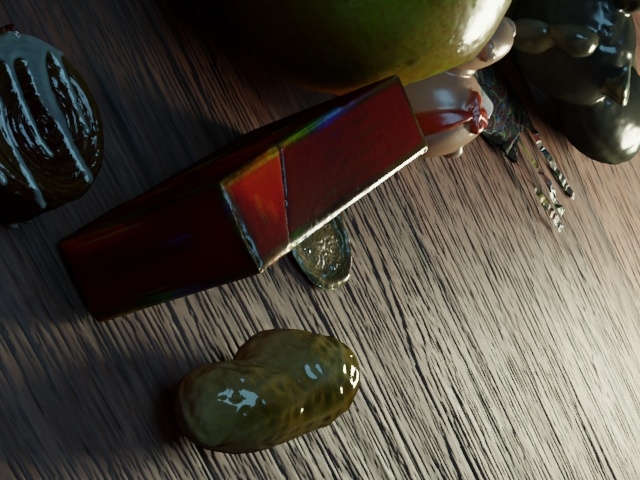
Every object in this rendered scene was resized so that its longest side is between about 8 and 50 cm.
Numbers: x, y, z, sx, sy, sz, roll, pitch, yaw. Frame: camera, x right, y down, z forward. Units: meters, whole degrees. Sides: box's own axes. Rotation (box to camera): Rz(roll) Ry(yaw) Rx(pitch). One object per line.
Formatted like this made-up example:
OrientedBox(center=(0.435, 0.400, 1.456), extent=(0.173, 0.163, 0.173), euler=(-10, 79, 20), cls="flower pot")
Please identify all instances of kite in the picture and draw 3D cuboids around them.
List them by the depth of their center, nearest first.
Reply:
OrientedBox(center=(0.277, -0.137, 1.867), extent=(0.285, 0.015, 0.152), euler=(52, 41, -26), cls="kite")

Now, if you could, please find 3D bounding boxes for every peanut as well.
OrientedBox(center=(-0.050, 0.139, 1.267), extent=(0.226, 0.095, 0.108), euler=(-16, 73, -50), cls="peanut")

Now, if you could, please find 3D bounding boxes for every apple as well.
OrientedBox(center=(0.040, -0.310, 1.350), extent=(0.339, 0.339, 0.340), euler=(24, 58, -46), cls="apple")

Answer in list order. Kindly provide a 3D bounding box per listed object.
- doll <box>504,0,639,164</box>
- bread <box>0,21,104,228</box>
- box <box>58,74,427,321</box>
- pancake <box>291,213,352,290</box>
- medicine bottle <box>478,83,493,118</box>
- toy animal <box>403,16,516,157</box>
OrientedBox(center=(0.359, -0.331, 1.937), extent=(0.379, 0.252, 0.382), euler=(78, 22, -56), cls="doll")
OrientedBox(center=(-0.253, -0.093, 1.109), extent=(0.160, 0.073, 0.161), euler=(23, 59, -46), cls="bread")
OrientedBox(center=(-0.062, -0.044, 1.234), extent=(0.313, 0.197, 0.089), euler=(-38, 108, -52), cls="box")
OrientedBox(center=(-0.001, 0.000, 1.453), extent=(0.115, 0.011, 0.115), euler=(23, 58, -44), cls="pancake")
OrientedBox(center=(0.173, -0.187, 1.717), extent=(0.089, 0.057, 0.057), euler=(48, 43, -30), cls="medicine bottle")
OrientedBox(center=(0.131, -0.182, 1.574), extent=(0.171, 0.171, 0.198), euler=(-4, 119, -53), cls="toy animal")
